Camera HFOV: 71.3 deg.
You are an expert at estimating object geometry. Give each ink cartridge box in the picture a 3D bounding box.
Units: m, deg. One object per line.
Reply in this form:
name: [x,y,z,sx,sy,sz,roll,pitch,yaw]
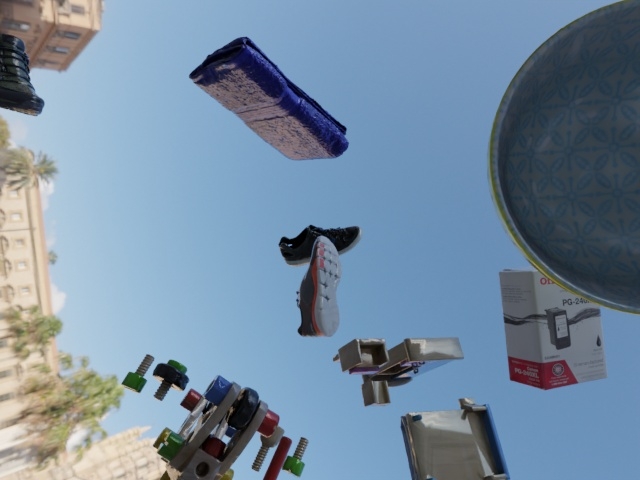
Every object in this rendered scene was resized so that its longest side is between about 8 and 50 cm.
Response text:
ink cartridge box: [0.307,0.108,0.590,0.063,0.109,0.150,166,-79,-72]

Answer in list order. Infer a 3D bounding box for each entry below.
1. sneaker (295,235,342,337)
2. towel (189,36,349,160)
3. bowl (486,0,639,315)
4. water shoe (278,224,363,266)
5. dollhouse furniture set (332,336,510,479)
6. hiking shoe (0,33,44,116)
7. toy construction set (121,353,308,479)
sneaker: [-0.011,0.064,0.634,0.065,0.061,0.158,-21,-133,31]
towel: [-0.100,-0.284,0.937,0.227,0.308,0.076,11,-110,50]
bowl: [0.311,-0.072,0.462,0.289,0.156,0.289,0,-93,9]
water shoe: [0.000,0.000,1.054,0.073,0.203,0.080,-104,171,-56]
dollhouse furniture set: [0.172,0.373,0.903,0.198,0.286,0.303,129,-41,-50]
hiking shoe: [-0.561,-0.305,0.787,0.227,0.086,0.114,34,-76,21]
toy construction set: [-0.172,0.363,0.688,0.257,0.237,0.309,-8,-46,42]
